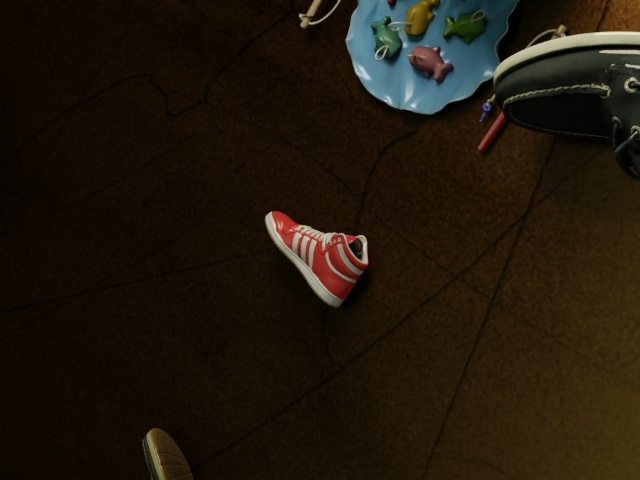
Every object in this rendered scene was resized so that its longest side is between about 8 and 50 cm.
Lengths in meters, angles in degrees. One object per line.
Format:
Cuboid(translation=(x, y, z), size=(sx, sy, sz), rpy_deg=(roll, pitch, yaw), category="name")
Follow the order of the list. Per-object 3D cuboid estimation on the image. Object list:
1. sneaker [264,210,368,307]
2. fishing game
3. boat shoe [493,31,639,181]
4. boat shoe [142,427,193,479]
Cuboid(translation=(0.000, 0.000, 1.512), size=(0.067, 0.042, 0.118), rpy_deg=(-50, 65, 22), category="sneaker")
Cuboid(translation=(0.100, -0.212, 1.483), size=(0.264, 0.041, 0.189), rpy_deg=(43, 106, 30), category="fishing game")
Cuboid(translation=(0.291, -0.093, 1.276), size=(0.340, 0.127, 0.113), rpy_deg=(4, 72, 26), category="boat shoe")
Cuboid(translation=(-0.149, 0.260, 1.560), size=(0.049, 0.056, 0.152), rpy_deg=(-32, 64, 20), category="boat shoe")
